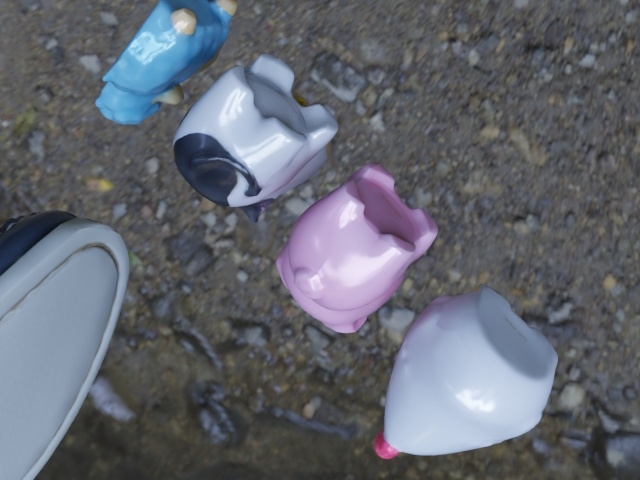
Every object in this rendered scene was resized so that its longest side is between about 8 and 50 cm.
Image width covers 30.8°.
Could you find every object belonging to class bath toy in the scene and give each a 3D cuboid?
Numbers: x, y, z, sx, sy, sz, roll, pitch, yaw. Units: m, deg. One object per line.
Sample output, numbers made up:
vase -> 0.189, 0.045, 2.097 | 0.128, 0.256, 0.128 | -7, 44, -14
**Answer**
bath toy -> 0.000, 0.000, 0.745 | 0.348, 0.151, 0.129 | 48, 117, 8

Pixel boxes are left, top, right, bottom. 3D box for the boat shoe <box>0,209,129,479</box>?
boat shoe -> -0.160, 0.086, 0.368 | 0.079, 0.254, 0.095 | 28, 167, 28
